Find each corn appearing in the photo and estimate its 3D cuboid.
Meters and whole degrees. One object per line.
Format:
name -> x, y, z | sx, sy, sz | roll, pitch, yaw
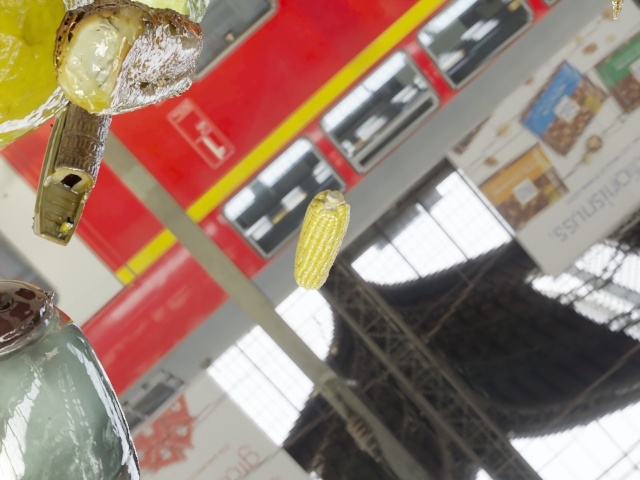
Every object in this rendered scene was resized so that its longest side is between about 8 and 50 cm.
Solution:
corn -> 0.000, 0.000, 1.517 | 0.067, 0.067, 0.206 | -51, 165, -39

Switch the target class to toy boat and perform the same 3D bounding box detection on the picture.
toy boat -> -0.313, -0.096, 1.253 | 0.088, 0.068, 0.225 | -30, -136, 44

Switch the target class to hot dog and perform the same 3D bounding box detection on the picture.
hot dog -> -0.131, -0.135, 0.713 | 0.083, 0.068, 0.289 | -57, -174, 9

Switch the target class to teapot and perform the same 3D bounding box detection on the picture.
teapot -> -0.391, 0.216, 1.188 | 0.233, 0.312, 0.315 | 7, -150, 33

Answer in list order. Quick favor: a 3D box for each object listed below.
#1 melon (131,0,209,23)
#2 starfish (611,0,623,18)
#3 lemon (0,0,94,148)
melon -> -0.139, -0.372, 1.123 | 0.226, 0.331, 0.343 | 5, -141, 12
starfish -> 0.424, -0.357, 1.344 | 0.133, 0.041, 0.130 | 1, 149, -46
lemon -> -0.311, -0.191, 0.796 | 0.260, 0.260, 0.284 | -42, 161, -1
